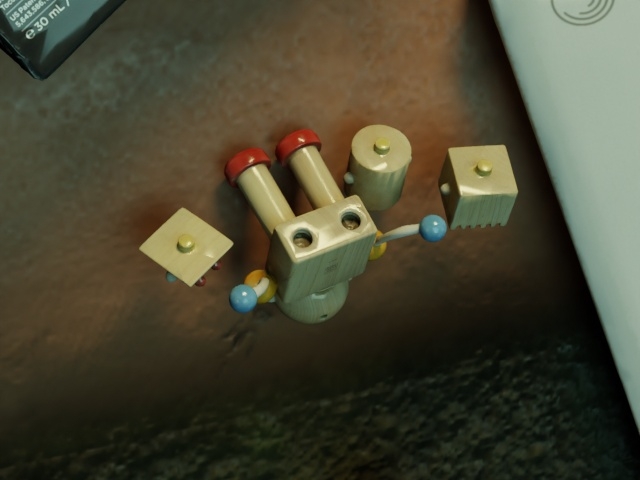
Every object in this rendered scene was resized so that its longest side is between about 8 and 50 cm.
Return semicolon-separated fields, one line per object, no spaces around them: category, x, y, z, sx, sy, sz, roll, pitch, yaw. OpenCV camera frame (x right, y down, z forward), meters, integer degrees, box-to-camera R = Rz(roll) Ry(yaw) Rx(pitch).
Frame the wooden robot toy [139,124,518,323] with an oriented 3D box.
wooden robot toy;0.000;0.000;0.888;0.173;0.076;0.079;-20;151;-19

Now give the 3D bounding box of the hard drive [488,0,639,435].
hard drive;0.239;-0.015;0.943;0.233;0.047;0.353;-17;118;10

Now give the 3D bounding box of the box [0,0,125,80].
box;-0.082;-0.221;0.733;0.261;0.103;0.184;-44;124;-5
